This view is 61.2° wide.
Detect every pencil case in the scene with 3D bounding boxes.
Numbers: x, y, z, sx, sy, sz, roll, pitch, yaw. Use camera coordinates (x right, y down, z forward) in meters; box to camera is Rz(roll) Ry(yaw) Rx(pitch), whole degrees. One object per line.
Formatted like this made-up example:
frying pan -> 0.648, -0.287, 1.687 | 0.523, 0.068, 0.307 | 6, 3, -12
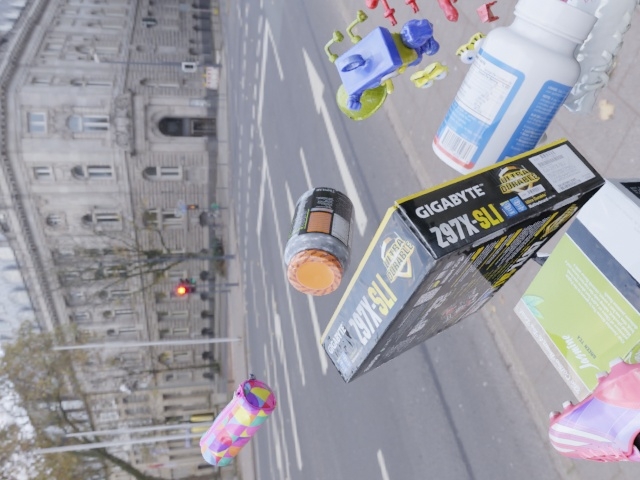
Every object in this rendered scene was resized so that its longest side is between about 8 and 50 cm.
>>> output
pencil case -> -0.197, 0.422, 1.262 | 0.236, 0.105, 0.104 | -56, 29, 24

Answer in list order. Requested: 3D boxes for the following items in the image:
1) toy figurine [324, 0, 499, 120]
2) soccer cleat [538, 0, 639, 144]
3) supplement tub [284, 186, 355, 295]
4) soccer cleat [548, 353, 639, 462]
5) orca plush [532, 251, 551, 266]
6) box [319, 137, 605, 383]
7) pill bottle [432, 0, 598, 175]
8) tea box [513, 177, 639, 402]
toy figurine -> 0.078, -0.315, 0.895 | 0.363, 0.217, 0.191 | -19, 99, 48
soccer cleat -> 0.359, -0.260, 0.724 | 0.143, 0.116, 0.331 | 60, 148, 17
supplement tub -> 0.000, 0.000, 1.602 | 0.315, 0.194, 0.193 | -79, -1, -49
soccer cleat -> 0.323, 0.211, 0.597 | 0.248, 0.083, 0.095 | 90, 169, -52
orca plush -> 0.765, 0.085, 1.645 | 0.102, 0.288, 0.151 | -60, -33, -26
box -> 0.154, 0.039, 0.668 | 0.079, 0.257, 0.322 | 55, 151, 22
pill bottle -> 0.244, -0.190, 0.684 | 0.124, 0.124, 0.221 | -109, 37, -52
tea box -> 0.581, 0.079, 0.925 | 0.219, 0.329, 0.323 | -114, 29, -42
